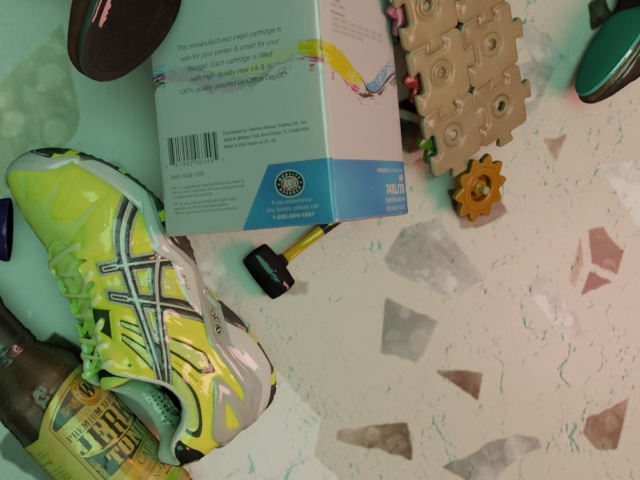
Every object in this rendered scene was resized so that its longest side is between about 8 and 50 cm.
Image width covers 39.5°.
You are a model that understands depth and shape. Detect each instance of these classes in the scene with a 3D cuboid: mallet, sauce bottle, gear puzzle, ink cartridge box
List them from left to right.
[{"bbox_3d":[-0.272,0.196,0.964,0.111,0.111,0.344,-43,101,-10],"label":"sauce bottle"},{"bbox_3d":[-0.041,-0.149,0.936,0.198,0.197,0.270,-4,92,26],"label":"ink cartridge box"},{"bbox_3d":[0.000,0.000,1.070,0.189,0.039,0.062,-31,98,-15],"label":"mallet"},{"bbox_3d":[0.170,-0.176,1.051,0.175,0.044,0.339,-32,124,-23],"label":"gear puzzle"}]

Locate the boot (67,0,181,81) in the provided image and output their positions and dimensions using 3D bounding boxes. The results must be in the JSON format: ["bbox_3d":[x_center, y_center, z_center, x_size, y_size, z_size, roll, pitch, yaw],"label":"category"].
[{"bbox_3d":[-0.266,-0.285,0.887,0.280,0.096,0.264,8,83,31],"label":"boot"}]

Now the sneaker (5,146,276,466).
[{"bbox_3d":[-0.203,0.068,0.942,0.385,0.145,0.147,51,48,-7],"label":"sneaker"}]

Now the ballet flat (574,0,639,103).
[{"bbox_3d":[0.420,-0.287,1.140,0.096,0.095,0.280,26,84,-25],"label":"ballet flat"}]

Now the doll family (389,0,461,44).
[{"bbox_3d":[0.112,-0.322,1.047,0.263,0.118,0.163,-19,97,-15],"label":"doll family"}]

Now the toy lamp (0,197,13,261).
[{"bbox_3d":[-0.469,-0.012,0.932,0.274,0.080,0.080,1,90,-13],"label":"toy lamp"}]
